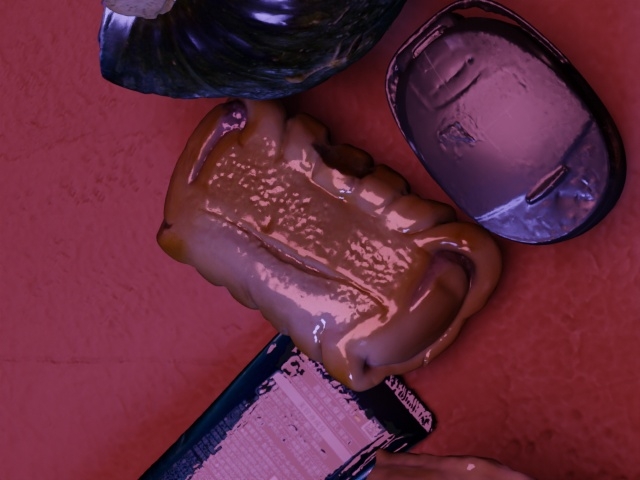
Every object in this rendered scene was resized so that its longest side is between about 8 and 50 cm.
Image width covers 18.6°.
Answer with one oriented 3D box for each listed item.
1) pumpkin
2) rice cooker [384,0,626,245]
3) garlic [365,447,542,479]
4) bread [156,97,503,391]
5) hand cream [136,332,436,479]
[{"bbox_3d":[-0.019,-0.222,1.185,0.197,0.293,0.263,11,54,0],"label":"pumpkin"},{"bbox_3d":[0.118,-0.071,1.222,0.112,0.106,0.165,-41,73,15],"label":"rice cooker"},{"bbox_3d":[0.105,0.314,1.153,0.231,0.246,0.340,8,73,10],"label":"garlic"},{"bbox_3d":[0.000,0.000,1.272,0.225,0.081,0.134,36,88,15],"label":"bread"},{"bbox_3d":[-0.058,0.166,1.311,0.270,0.061,0.120,-43,78,9],"label":"hand cream"}]
